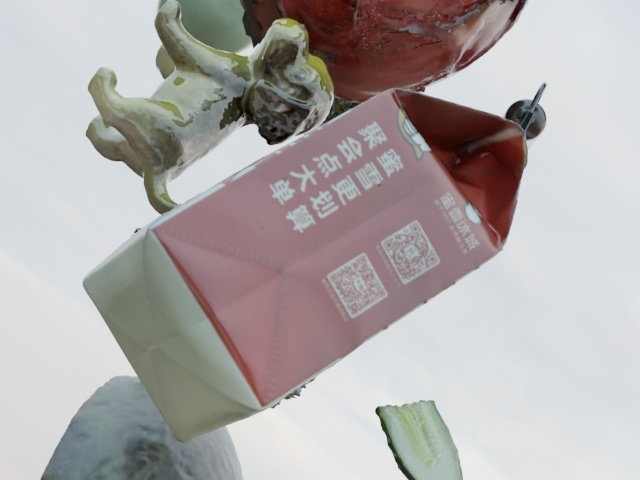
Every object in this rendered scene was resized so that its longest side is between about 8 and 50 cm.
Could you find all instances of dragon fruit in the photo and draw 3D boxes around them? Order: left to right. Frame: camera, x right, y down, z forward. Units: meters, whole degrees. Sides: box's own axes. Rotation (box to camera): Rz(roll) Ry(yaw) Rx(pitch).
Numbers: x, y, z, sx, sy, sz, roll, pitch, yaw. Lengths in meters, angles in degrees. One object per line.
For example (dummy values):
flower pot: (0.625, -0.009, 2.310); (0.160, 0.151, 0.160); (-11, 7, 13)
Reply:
dragon fruit: (0.064, -0.291, 1.643); (0.302, 0.295, 0.295); (-22, -51, 29)

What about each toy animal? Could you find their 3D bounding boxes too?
toy animal: (-0.105, -0.134, 1.489); (0.168, 0.233, 0.121); (45, -30, 14)

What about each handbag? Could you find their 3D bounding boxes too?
handbag: (0.000, 0.000, 1.140); (0.151, 0.298, 0.171); (57, -28, -1)

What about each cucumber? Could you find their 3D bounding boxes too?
cucumber: (0.095, 0.206, 1.549); (0.035, 0.067, 0.107); (-56, -133, 46)

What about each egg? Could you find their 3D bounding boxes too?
egg: (-0.141, -0.337, 2.312); (0.149, 0.192, 0.149); (53, 21, -31)

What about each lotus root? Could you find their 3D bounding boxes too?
lotus root: (-0.180, 0.262, 1.676); (0.210, 0.314, 0.142); (7, -60, 3)

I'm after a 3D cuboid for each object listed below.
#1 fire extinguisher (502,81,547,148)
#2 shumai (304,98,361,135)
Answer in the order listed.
fire extinguisher: (0.212, -0.125, 1.699); (0.045, 0.078, 0.157); (27, -6, 3)
shumai: (0.025, -0.171, 1.858); (0.099, 0.124, 0.087); (45, -28, 39)
